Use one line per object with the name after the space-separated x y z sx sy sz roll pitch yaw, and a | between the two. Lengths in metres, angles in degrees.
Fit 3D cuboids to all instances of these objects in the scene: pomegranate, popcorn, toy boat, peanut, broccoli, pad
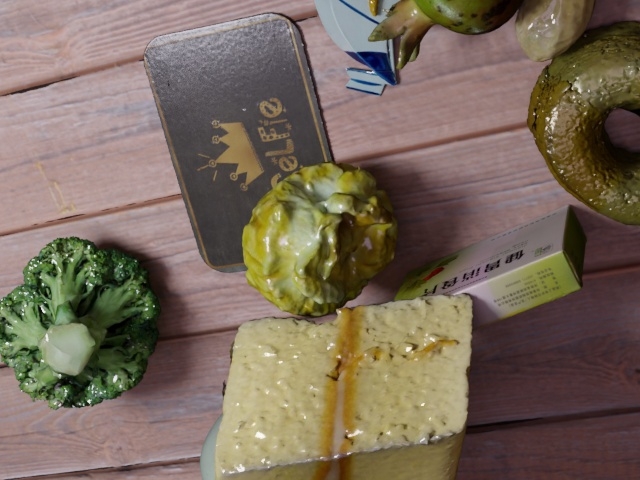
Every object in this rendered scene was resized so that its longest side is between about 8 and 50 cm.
0.159 -0.296 1.323 0.156 0.156 0.220 35 109 -1 | pomegranate
0.000 0.000 1.479 0.184 0.221 0.204 31 154 38 | popcorn
0.060 -0.328 1.431 0.221 0.067 0.291 1 125 11 | toy boat
0.300 -0.319 1.331 0.090 0.099 0.214 25 118 22 | peanut
-0.367 0.130 1.618 0.270 0.270 0.269 -1 96 -7 | broccoli
-0.082 -0.125 1.540 0.315 0.063 0.375 -9 110 18 | pad

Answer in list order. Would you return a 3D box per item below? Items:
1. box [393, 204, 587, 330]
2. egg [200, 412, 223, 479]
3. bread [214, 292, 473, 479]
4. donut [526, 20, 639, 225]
0.225 0.053 1.466 0.261 0.175 0.062 -23 103 22 | box
-0.016 0.295 1.605 0.371 0.230 0.230 -22 105 25 | egg
0.029 0.292 1.459 0.346 0.242 0.404 0 135 6 | bread
0.398 -0.137 1.379 0.272 0.107 0.272 6 115 12 | donut
